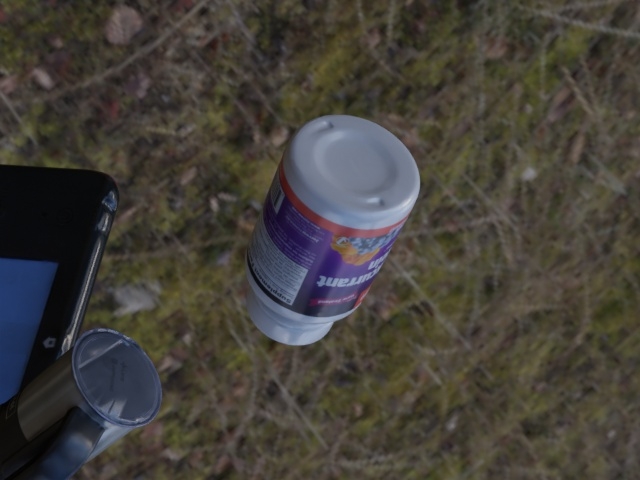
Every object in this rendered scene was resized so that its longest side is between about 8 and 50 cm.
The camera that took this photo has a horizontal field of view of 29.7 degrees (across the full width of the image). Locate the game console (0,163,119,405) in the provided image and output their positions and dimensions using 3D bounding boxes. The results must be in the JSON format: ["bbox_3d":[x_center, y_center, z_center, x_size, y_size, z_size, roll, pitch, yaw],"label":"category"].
[{"bbox_3d":[-0.396,0.091,1.163,0.342,0.386,0.060,2,151,18],"label":"game console"}]

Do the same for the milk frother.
[{"bbox_3d":[-0.174,0.165,0.935,0.143,0.129,0.135,31,128,-31],"label":"milk frother"}]

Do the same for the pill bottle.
[{"bbox_3d":[0.000,0.000,0.976,0.108,0.108,0.193,-19,151,-32],"label":"pill bottle"}]
